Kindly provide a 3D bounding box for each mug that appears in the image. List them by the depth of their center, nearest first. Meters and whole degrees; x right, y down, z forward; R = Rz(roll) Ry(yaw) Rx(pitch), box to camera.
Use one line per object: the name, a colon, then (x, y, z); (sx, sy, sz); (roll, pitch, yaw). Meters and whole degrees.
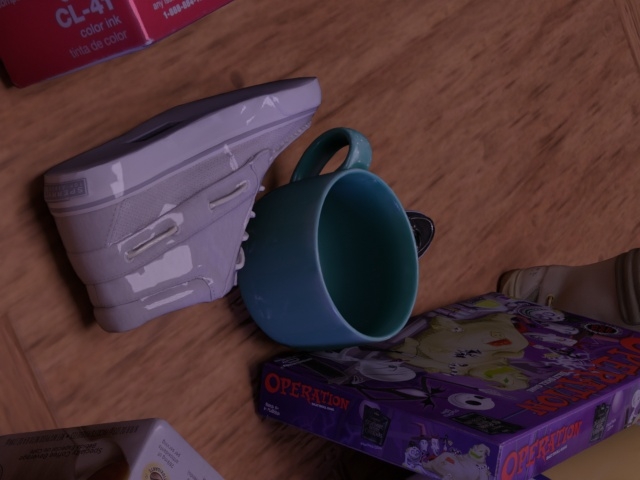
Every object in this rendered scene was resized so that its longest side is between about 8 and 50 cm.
mug: (0.003, 0.009, 1.183); (0.129, 0.097, 0.158); (56, 41, -26)

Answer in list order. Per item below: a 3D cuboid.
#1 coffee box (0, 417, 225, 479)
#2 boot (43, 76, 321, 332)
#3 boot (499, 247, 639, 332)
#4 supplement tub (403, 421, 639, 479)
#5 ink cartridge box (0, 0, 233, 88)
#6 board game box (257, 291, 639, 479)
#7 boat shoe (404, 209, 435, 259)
coffee box: (-0.156, 0.230, 0.877); (0.098, 0.141, 0.247); (50, 44, -33)
boot: (-0.081, -0.028, 1.103); (0.258, 0.095, 0.123); (-29, 110, -43)
boot: (0.262, 0.118, 1.437); (0.077, 0.165, 0.213); (-13, 89, -53)
supplement tub: (0.197, 0.269, 1.249); (0.331, 0.241, 0.241); (-8, 87, -53)
ink cartridge box: (-0.155, -0.284, 1.030); (0.226, 0.131, 0.306); (-40, 114, -50)
board game box: (0.136, 0.110, 1.241); (0.346, 0.208, 0.056); (-13, 117, -54)
boat shoe: (0.062, 0.004, 1.309); (0.142, 0.040, 0.049); (-23, 99, -53)
